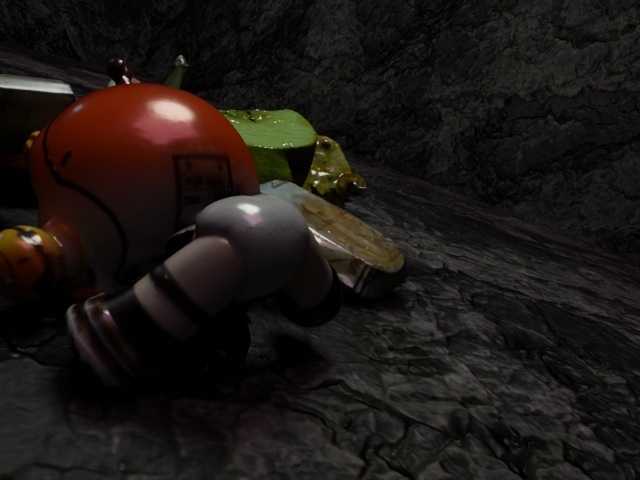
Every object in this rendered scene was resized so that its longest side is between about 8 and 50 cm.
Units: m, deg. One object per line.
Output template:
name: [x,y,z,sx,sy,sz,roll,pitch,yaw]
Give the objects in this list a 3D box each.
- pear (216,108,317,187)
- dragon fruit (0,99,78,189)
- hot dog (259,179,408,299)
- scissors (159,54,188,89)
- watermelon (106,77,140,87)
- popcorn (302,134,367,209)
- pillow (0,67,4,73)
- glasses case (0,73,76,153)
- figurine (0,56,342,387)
pear: [-0.124,-0.138,0.925,0.292,0.160,0.292,8,26,-4]
dragon fruit: [-0.438,-0.151,0.661,0.295,0.130,0.268,1,27,-48]
hot dog: [0.000,0.000,0.737,0.270,0.082,0.162,31,32,15]
scissors: [-0.307,-0.237,0.939,0.137,0.289,0.041,9,59,-33]
watermelon: [-0.278,-0.134,0.786,0.128,0.146,0.231,3,49,-39]
popcorn: [-0.002,-0.136,1.109,0.195,0.173,0.168,45,59,5]
pillow: [-0.654,-0.248,0.729,0.335,0.161,0.093,-16,80,-57]
glasses case: [-0.383,-0.117,0.438,0.114,0.060,0.299,-27,-8,38]
figurine: [-0.144,-0.033,0.486,0.320,0.196,0.323,-9,40,-47]
